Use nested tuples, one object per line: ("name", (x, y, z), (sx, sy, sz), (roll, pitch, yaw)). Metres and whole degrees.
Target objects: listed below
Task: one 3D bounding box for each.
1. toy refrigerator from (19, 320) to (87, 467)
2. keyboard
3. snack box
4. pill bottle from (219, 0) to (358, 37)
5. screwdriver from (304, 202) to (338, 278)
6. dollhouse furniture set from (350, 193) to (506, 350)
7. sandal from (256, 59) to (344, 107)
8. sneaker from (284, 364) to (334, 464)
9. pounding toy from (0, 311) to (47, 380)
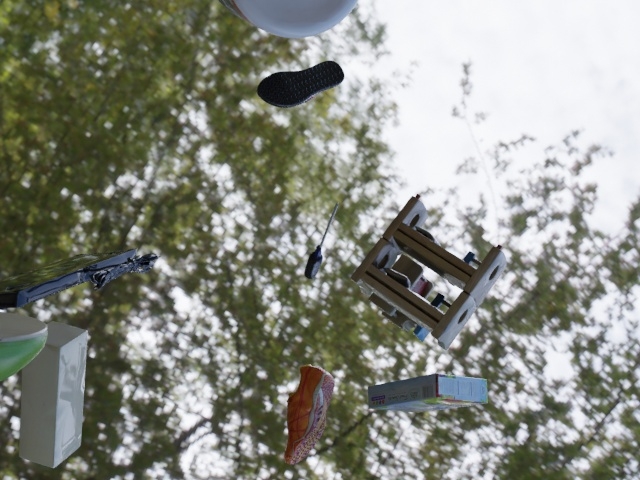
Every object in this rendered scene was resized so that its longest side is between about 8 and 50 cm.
("toy refrigerator", (-0.544, 0.309, 1.901), (0.094, 0.102, 0.269), (13, -70, 15))
("keyboard", (-0.365, 0.055, 1.398), (0.202, 0.317, 0.033), (-5, -81, 20))
("snack box", (0.149, 0.216, 1.321), (0.141, 0.100, 0.037), (-20, -117, 48))
("pill bottle", (-0.072, -0.438, 1.471), (0.210, 0.210, 0.363), (-48, -158, 4))
("screwdriver", (0.000, 0.000, 1.417), (0.025, 0.170, 0.024), (16, -134, 2))
("dollhouse furniture set", (0.144, 0.053, 1.154), (0.129, 0.183, 0.129), (35, -96, 24))
("sandal", (-0.035, -0.267, 1.645), (0.067, 0.179, 0.040), (62, -34, 7))
("sneaker", (-0.028, 0.288, 1.564), (0.067, 0.064, 0.175), (24, -79, 33))
("pounding toy", (-0.406, 0.137, 1.010), (0.237, 0.183, 0.110), (7, -85, 38))
